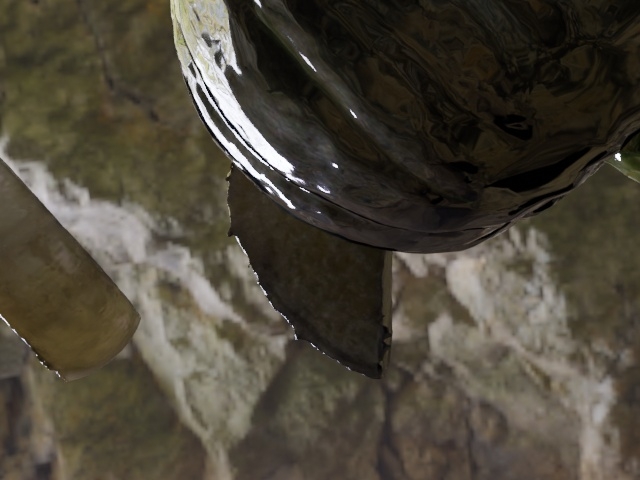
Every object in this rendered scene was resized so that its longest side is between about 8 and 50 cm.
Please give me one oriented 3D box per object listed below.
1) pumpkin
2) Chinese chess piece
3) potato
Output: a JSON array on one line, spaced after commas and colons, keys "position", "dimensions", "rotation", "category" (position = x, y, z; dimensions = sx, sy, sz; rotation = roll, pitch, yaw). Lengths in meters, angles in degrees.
[{"position": [0.093, -0.099, 0.546], "dimensions": [0.296, 0.295, 0.296], "rotation": [-6, -170, 1], "category": "pumpkin"}, {"position": [-0.275, 0.018, 1.184], "dimensions": [0.103, 0.250, 0.250], "rotation": [-42, -162, -9], "category": "Chinese chess piece"}, {"position": [0.000, 0.000, 0.770], "dimensions": [0.101, 0.172, 0.089], "rotation": [-2, 171, 5], "category": "potato"}]
